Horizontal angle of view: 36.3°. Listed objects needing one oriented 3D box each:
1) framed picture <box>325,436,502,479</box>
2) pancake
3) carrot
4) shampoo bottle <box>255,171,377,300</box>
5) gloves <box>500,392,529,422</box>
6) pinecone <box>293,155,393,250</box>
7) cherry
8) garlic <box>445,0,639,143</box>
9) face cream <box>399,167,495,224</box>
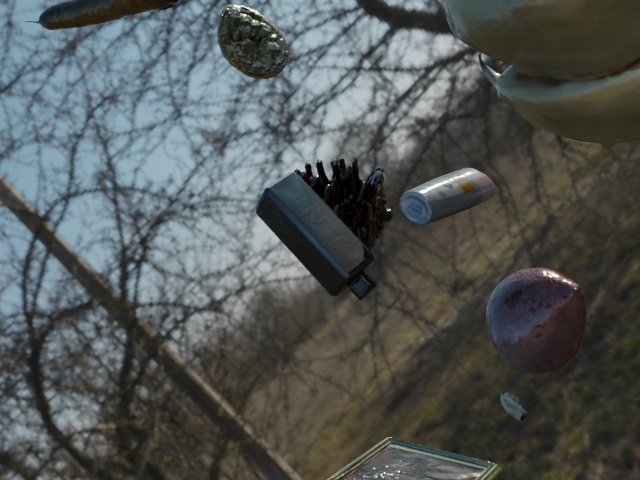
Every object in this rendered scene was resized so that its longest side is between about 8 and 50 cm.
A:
[{"bbox_3d":[0.151,0.370,1.547,0.273,0.217,0.016,-9,-73,-65],"label":"framed picture"},{"bbox_3d":[-0.123,-0.355,1.750,0.028,0.158,0.158,-38,3,45],"label":"pancake"},{"bbox_3d":[-0.348,-0.376,1.545,0.298,0.078,0.078,-10,13,25],"label":"carrot"},{"bbox_3d":[0.000,0.000,1.665,0.080,0.246,0.079,-37,-11,-35],"label":"shampoo bottle"},{"bbox_3d":[0.378,0.326,1.894,0.037,0.081,0.044,-29,-47,-2],"label":"gloves"},{"bbox_3d":[0.026,-0.062,2.122,0.264,0.264,0.264,-44,-3,-3],"label":"pinecone"},{"bbox_3d":[0.467,0.168,2.120,0.206,0.239,0.239,-10,-1,3],"label":"cherry"},{"bbox_3d":[0.317,-0.251,1.112,0.313,0.249,0.286,-24,-25,-4],"label":"garlic"},{"bbox_3d":[0.220,-0.078,1.683,0.198,0.084,0.057,-24,-43,-46],"label":"face cream"}]
